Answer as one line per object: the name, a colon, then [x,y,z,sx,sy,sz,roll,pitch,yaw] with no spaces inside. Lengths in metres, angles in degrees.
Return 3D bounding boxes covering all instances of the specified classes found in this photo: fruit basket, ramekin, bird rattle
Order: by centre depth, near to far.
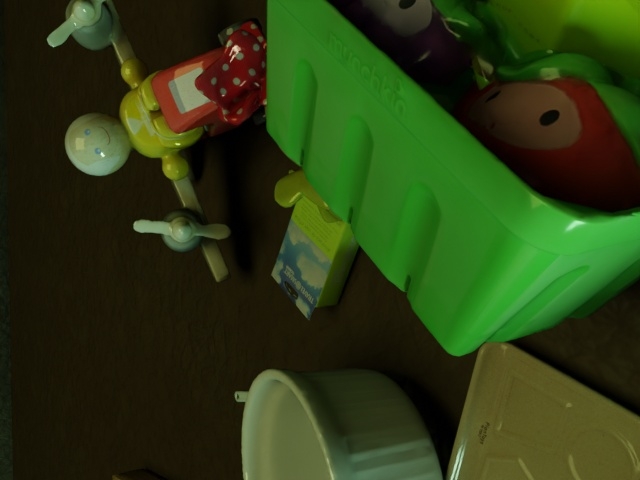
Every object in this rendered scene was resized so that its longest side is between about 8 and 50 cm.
fruit basket: [0.153,-0.156,0.517,0.392,0.283,0.391,17,111,53]
bird rattle: [-0.002,-0.146,0.789,0.253,0.207,0.143,59,180,11]
ramekin: [0.019,0.275,0.796,0.277,0.135,0.277,13,105,63]

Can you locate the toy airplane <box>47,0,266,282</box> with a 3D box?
toy airplane: [-0.248,-0.169,1.033,0.386,0.273,0.384,41,142,29]

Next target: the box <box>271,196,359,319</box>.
box: [0.000,0.000,0.911,0.109,0.043,0.178,47,128,41]

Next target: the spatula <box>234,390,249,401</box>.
spatula: [-0.060,0.291,1.030,0.242,0.019,0.168,-16,80,52]

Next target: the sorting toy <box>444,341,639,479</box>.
sorting toy: [0.218,0.215,0.650,0.208,0.038,0.192,27,114,44]

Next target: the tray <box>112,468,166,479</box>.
tray: [-0.257,0.555,1.264,0.411,0.076,0.202,-5,88,52]
